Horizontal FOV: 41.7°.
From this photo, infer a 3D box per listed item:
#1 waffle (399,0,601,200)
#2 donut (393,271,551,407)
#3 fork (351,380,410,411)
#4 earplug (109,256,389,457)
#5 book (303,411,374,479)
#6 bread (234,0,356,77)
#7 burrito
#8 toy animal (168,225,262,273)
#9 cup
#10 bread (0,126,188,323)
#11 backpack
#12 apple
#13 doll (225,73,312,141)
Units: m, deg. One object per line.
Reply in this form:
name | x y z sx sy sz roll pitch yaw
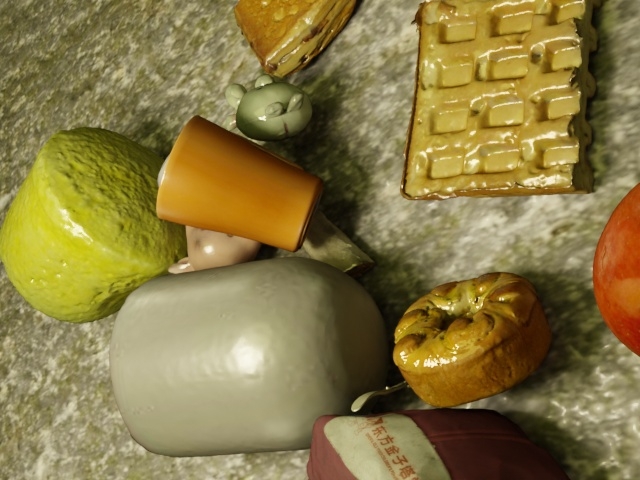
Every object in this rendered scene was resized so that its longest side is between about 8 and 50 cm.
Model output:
waffle | 0.269 -0.228 1.290 0.304 0.077 0.348 1 80 40
donut | 0.208 0.133 1.165 0.226 0.226 0.114 -18 106 34
fork | 0.113 0.217 1.222 0.034 0.219 0.028 -3 95 36
earplug | -0.093 0.184 1.324 0.394 0.312 0.313 -11 73 36
book | 0.053 0.369 1.354 0.127 0.014 0.182 44 106 36
bread | -0.043 -0.435 1.574 0.235 0.099 0.210 -44 53 19
burrito | 0.000 0.000 1.458 0.087 0.060 0.226 -51 54 12
toy animal | -0.164 -0.040 1.541 0.166 0.154 0.250 8 66 28
cup | -0.131 -0.097 1.402 0.263 0.226 0.182 21 128 2
bread | -0.431 -0.021 1.646 0.308 0.348 0.348 -46 54 34
backpack | 0.165 0.331 1.100 0.283 0.317 0.197 -125 40 -54
apple | 0.449 0.018 0.978 0.272 0.251 0.206 -58 32 30
doll | -0.087 -0.229 1.513 0.275 0.154 0.113 -141 36 -66
